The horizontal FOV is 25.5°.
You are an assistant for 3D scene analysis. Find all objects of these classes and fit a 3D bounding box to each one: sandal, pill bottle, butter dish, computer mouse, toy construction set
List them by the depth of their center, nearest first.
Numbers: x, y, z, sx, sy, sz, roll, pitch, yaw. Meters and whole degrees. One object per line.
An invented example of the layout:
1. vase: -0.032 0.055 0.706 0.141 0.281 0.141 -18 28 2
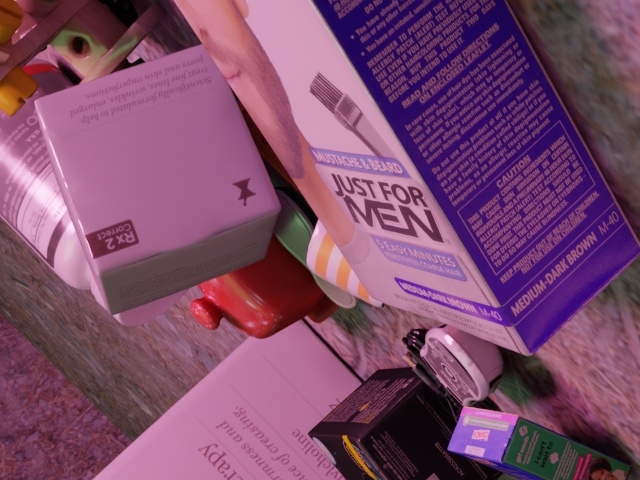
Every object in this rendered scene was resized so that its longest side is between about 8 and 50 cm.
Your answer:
1. sandal: 0.008 -0.010 1.104 0.265 0.076 0.102 41 161 24
2. computer mouse: 0.117 0.101 1.147 0.106 0.042 0.193 51 169 8
3. toy construction set: -0.273 -0.147 1.153 0.237 0.309 0.257 42 -167 -17
4. butter dish: -0.071 0.036 1.329 0.160 0.118 0.160 47 164 3
5. pill bottle: -0.254 -0.051 1.513 0.283 0.161 0.161 42 162 19

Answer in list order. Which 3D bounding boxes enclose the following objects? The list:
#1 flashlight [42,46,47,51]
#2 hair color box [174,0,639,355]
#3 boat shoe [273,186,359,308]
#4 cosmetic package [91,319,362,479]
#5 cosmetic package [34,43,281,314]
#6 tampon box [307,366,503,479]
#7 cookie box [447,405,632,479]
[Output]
1. flashlight: -0.366 -0.289 1.383 0.304 0.103 0.103 40 -173 23
2. hair color box: 0.025 -0.104 0.813 0.338 0.110 0.185 58 162 -23
3. boat shoe: 0.000 0.000 1.214 0.125 0.038 0.046 50 144 -10
4. cosmetic package: -0.077 0.354 1.562 0.329 0.394 0.327 45 162 10
5. cosmetic package: -0.134 -0.045 1.163 0.183 0.151 0.151 117 132 -75
6. tampon box: 0.080 0.195 1.328 0.120 0.101 0.161 51 163 -5
7. cookie box: 0.167 0.166 1.088 0.107 0.040 0.092 24 170 -19
